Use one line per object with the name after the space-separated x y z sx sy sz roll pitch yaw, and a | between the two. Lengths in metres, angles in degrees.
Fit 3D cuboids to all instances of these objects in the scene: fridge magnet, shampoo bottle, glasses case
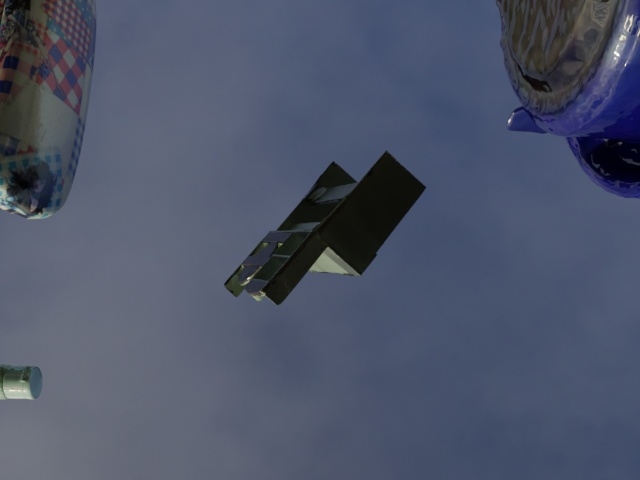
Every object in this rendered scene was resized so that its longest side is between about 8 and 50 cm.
0.172 -0.155 0.583 0.113 0.265 0.265 1 -114 -12 | fridge magnet
-0.392 0.151 1.149 0.191 0.069 0.041 0 -159 10 | shampoo bottle
-0.299 -0.178 1.138 0.076 0.125 0.327 -10 -118 24 | glasses case

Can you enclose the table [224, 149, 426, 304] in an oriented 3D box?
0.000 0.000 1.017 0.062 0.146 0.175 42 -102 -14 | table
